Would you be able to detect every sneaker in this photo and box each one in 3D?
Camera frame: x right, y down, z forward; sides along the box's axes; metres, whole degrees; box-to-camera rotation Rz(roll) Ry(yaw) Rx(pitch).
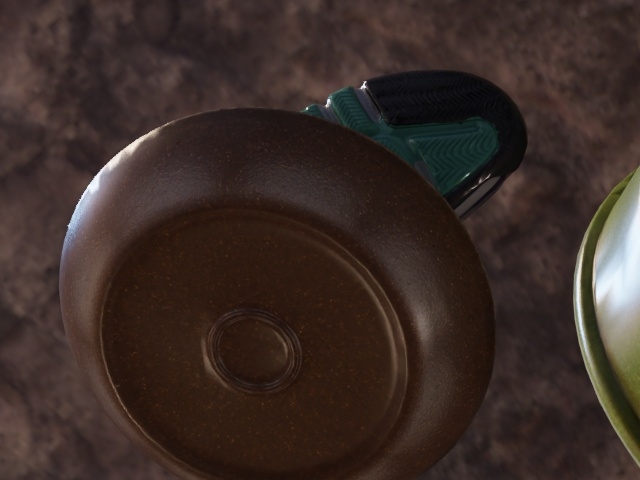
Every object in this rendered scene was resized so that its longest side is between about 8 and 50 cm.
[{"bbox_3d":[0.000,0.000,0.842,0.224,0.098,0.083,-28,-117,13],"label":"sneaker"}]

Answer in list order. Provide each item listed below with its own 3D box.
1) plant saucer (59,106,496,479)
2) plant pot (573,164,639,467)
[{"bbox_3d":[-0.024,0.041,0.789,0.199,0.198,0.036,-10,-157,18],"label":"plant saucer"},{"bbox_3d":[0.349,-0.045,0.846,0.367,0.353,0.366,10,-136,-10],"label":"plant pot"}]
